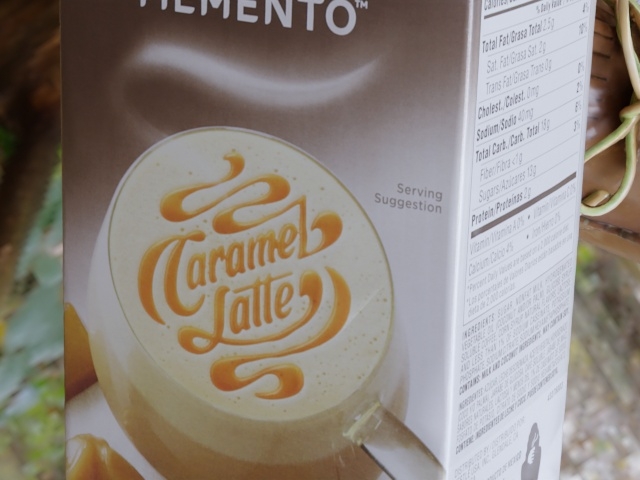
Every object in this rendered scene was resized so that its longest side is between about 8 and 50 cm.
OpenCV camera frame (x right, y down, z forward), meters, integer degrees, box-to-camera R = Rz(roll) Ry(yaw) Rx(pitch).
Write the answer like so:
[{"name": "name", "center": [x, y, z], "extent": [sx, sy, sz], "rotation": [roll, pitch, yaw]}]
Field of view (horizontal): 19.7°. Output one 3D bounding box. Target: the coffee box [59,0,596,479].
[{"name": "coffee box", "center": [0.000, 0.000, 0.570], "extent": [0.141, 0.246, 0.098], "rotation": [10, -161, 28]}]

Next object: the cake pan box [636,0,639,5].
[{"name": "cake pan box", "center": [0.280, -0.294, 1.686], "extent": [0.267, 0.246, 0.070], "rotation": [-62, 179, 23]}]

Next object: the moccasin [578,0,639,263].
[{"name": "moccasin", "center": [0.137, -0.070, 0.933], "extent": [0.147, 0.380, 0.139], "rotation": [12, 99, -60]}]
